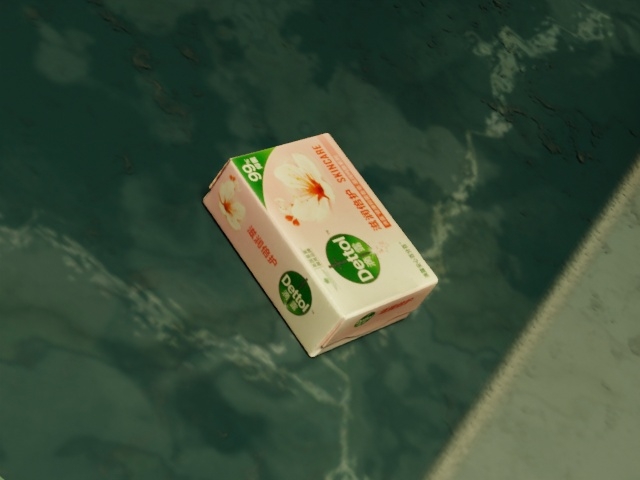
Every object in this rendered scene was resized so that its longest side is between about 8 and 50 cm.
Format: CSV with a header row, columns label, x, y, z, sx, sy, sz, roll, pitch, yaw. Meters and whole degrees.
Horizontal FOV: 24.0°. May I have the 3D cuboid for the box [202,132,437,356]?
label,x,y,z,sx,sy,sz,roll,pitch,yaw
box,0.000,0.000,0.915,0.089,0.043,0.125,-21,67,-43

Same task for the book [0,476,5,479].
label,x,y,z,sx,sy,sz,roll,pitch,yaw
book,-0.175,0.187,0.647,0.282,0.025,0.215,40,41,1
